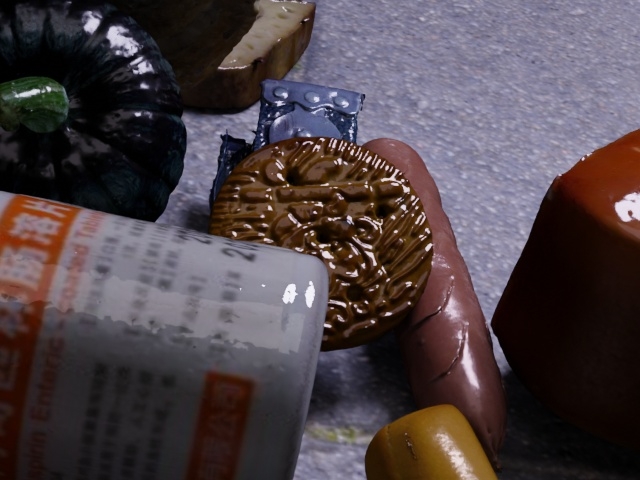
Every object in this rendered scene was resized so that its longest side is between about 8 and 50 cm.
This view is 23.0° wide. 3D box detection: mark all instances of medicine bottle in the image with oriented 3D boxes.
[{"bbox_3d":[-0.192,0.076,1.110,0.372,0.211,0.211,12,35,-2],"label":"medicine bottle"}]

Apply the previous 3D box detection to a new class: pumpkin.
[{"bbox_3d":[-0.230,-0.095,1.284,0.248,0.248,0.248,8,35,-6],"label":"pumpkin"}]

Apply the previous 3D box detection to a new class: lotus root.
[{"bbox_3d":[-0.125,-0.205,1.640,0.261,0.074,0.170,5,36,-13],"label":"lotus root"}]

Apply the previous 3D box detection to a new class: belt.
[{"bbox_3d":[-0.034,-0.034,1.386,0.128,0.122,0.218,8,44,-2],"label":"belt"}]

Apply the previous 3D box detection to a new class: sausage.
[{"bbox_3d":[0.090,0.037,1.362,0.088,0.088,0.433,2,37,-14],"label":"sausage"}]

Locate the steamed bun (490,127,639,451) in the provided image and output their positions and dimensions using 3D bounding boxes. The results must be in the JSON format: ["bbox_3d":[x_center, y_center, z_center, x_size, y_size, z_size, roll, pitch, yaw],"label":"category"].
[{"bbox_3d":[0.346,0.032,1.313,0.248,0.235,0.379,39,38,27],"label":"steamed bun"}]

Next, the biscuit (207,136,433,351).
[{"bbox_3d":[0.000,0.000,1.276,0.188,0.027,0.187,4,69,-9],"label":"biscuit"}]

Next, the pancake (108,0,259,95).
[{"bbox_3d":[-0.233,-0.231,1.401,0.387,0.387,0.082,6,60,-10],"label":"pancake"}]

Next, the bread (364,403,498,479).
[{"bbox_3d":[0.095,0.212,1.111,0.074,0.092,0.239,24,24,-34],"label":"bread"}]
